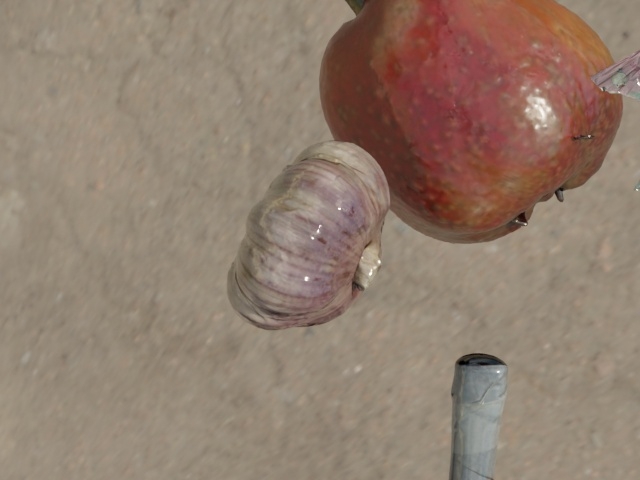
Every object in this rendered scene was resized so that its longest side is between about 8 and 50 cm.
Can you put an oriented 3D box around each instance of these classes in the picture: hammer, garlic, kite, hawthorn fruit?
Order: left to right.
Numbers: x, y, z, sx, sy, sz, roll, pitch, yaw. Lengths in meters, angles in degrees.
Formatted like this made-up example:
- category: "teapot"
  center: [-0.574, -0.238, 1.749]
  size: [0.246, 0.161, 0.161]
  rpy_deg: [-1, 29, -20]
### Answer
- category: "garlic"
  center: [0.000, 0.000, 1.381]
  size: [0.102, 0.147, 0.159]
  rpy_deg: [26, 55, 18]
- category: "hawthorn fruit"
  center: [0.127, -0.166, 1.860]
  size: [0.369, 0.285, 0.285]
  rpy_deg: [40, 64, 1]
- category: "hammer"
  center: [0.104, 0.295, 1.438]
  size: [0.152, 0.044, 0.427]
  rpy_deg: [1, 105, -2]
- category: "kite"
  center: [0.291, -0.114, 1.496]
  size: [0.139, 0.011, 0.157]
  rpy_deg: [17, 104, 1]
